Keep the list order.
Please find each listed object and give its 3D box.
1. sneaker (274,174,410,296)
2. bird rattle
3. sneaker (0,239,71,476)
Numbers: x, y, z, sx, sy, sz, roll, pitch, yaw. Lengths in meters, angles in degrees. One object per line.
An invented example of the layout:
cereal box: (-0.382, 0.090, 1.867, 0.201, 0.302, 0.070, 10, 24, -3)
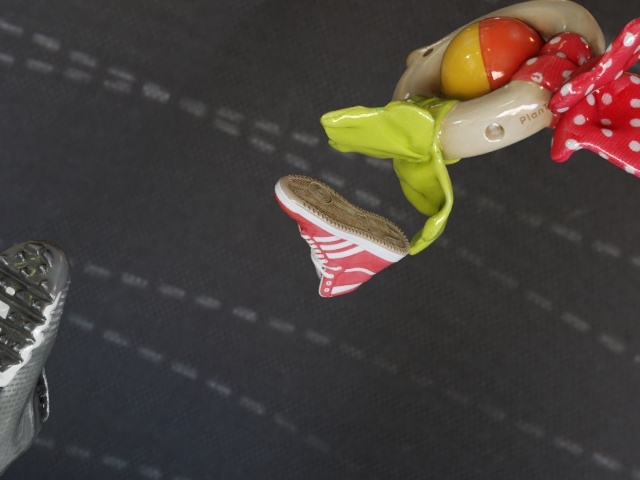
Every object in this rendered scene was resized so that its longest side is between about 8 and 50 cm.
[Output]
sneaker: (0.000, 0.000, 0.960, 0.118, 0.067, 0.042, 28, 36, -34)
bird rattle: (0.128, -0.115, 0.973, 0.143, 0.254, 0.207, 48, 28, -26)
sneaker: (-0.244, 0.103, 1.038, 0.078, 0.234, 0.106, 30, 8, 19)
